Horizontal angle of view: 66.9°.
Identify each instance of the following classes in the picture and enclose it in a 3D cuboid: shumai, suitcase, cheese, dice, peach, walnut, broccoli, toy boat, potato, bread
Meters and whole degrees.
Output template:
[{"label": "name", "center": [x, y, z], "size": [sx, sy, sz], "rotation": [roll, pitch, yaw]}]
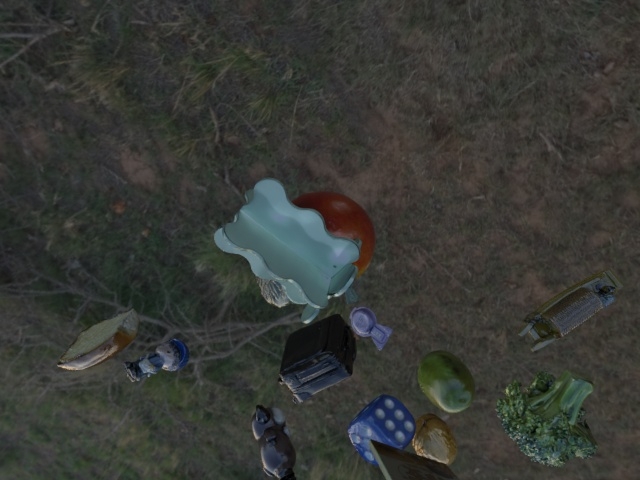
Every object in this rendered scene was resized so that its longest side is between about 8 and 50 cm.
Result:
[{"label": "shumai", "center": [-0.079, 0.055, 1.431], "size": [0.222, 0.203, 0.272], "rotation": [8, 105, 50]}, {"label": "suitcase", "center": [-0.003, 0.497, 2.109], "size": [0.339, 0.345, 0.188], "rotation": [-28, 107, 16]}, {"label": "cheese", "center": [0.080, 0.138, 1.514], "size": [0.026, 0.067, 0.121], "rotation": [-39, 71, 46]}, {"label": "dice", "center": [0.176, 0.540, 1.387], "size": [0.143, 0.146, 0.146], "rotation": [48, 133, 13]}, {"label": "peach", "center": [0.000, 0.000, 1.728], "size": [0.388, 0.388, 0.388], "rotation": [8, 124, 13]}, {"label": "walnut", "center": [0.367, 0.651, 1.560], "size": [0.144, 0.144, 0.180], "rotation": [-10, 124, 23]}, {"label": "broccoli", "center": [0.735, 0.562, 1.555], "size": [0.317, 0.277, 0.338], "rotation": [-43, 126, -7]}, {"label": "cheese", "center": [0.177, 0.313, 1.774], "size": [0.191, 0.042, 0.105], "rotation": [38, 103, 41]}, {"label": "toy boat", "center": [0.667, 0.185, 1.289], "size": [0.310, 0.115, 0.089], "rotation": [-32, 84, 1]}, {"label": "potato", "center": [0.513, 0.572, 1.972], "size": [0.215, 0.304, 0.216], "rotation": [-3, 99, -18]}, {"label": "bread", "center": [-0.374, 0.172, 0.833], "size": [0.129, 0.126, 0.044], "rotation": [-26, 112, 16]}]

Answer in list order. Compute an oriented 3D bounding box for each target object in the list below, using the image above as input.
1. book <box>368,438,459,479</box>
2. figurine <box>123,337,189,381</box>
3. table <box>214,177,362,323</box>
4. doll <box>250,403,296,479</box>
[{"label": "book", "center": [0.229, 0.525, 1.063], "size": [0.207, 0.295, 0.020], "rotation": [20, 85, -4]}, {"label": "figurine", "center": [-0.379, 0.285, 1.141], "size": [0.086, 0.149, 0.087], "rotation": [25, 126, 40]}, {"label": "table", "center": [-0.055, 0.007, 0.768], "size": [0.198, 0.166, 0.166], "rotation": [38, 125, -14]}, {"label": "doll", "center": [-0.150, 0.641, 1.548], "size": [0.117, 0.257, 0.182], "rotation": [-15, 139, -12]}]
